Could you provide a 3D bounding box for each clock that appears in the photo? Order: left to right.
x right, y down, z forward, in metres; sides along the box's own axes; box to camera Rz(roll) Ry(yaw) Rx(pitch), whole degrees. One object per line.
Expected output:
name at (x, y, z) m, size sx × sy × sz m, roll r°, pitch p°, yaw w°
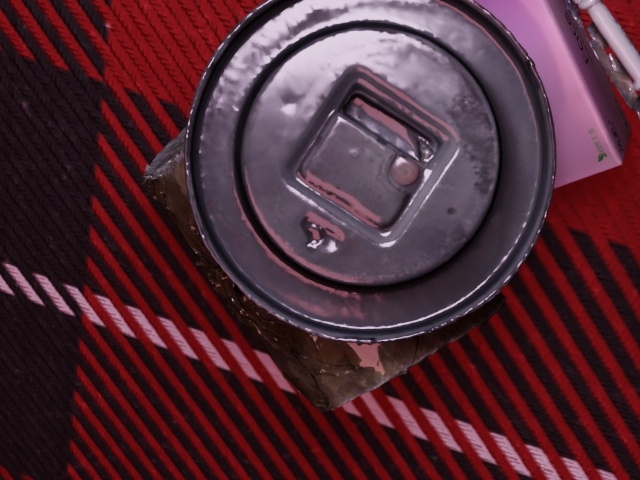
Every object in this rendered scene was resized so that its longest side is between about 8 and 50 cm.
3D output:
clock at (0.041, -0.071, 1.072) m, size 0.319 × 0.066 × 0.319 m, roll 0°, pitch 93°, yaw -2°

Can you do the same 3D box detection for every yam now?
yam at (0.000, 0.000, 1.230) m, size 0.241 × 0.241 × 0.348 m, roll -36°, pitch 98°, yaw 32°

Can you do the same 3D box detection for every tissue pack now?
tissue pack at (0.174, -0.168, 1.152) m, size 0.148 × 0.092 × 0.246 m, roll -22°, pitch 108°, yaw 27°

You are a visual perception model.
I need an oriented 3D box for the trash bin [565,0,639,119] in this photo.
trash bin at (0.358, -0.225, 0.889) m, size 0.296 × 0.368 × 0.256 m, roll -33°, pitch 101°, yaw 29°
